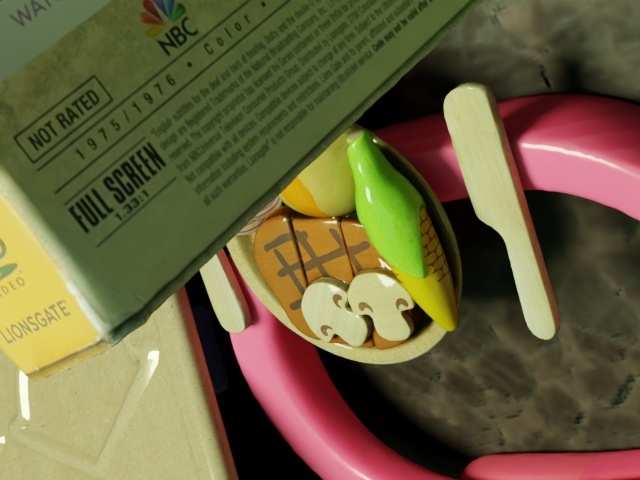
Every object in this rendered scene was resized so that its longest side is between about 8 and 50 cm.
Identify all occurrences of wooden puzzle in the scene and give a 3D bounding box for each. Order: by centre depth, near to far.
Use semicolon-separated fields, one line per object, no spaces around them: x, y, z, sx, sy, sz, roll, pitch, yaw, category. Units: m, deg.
-0.131;0.157;0.957;0.322;0.080;0.348;-30;75;44;wooden puzzle

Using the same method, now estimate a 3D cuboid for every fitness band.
0.081;0.043;0.780;0.291;0.054;0.209;-11;115;41;fitness band

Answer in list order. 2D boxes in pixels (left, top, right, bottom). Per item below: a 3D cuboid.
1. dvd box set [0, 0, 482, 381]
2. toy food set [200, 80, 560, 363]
-0.107;-0.212;0.533;0.062;0.307;0.420;-25;106;48;dvd box set
0.000;0.000;0.750;0.192;0.038;0.132;-3;117;40;toy food set
